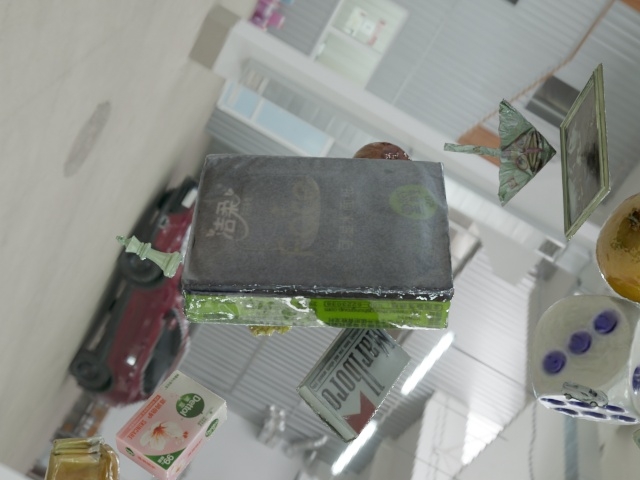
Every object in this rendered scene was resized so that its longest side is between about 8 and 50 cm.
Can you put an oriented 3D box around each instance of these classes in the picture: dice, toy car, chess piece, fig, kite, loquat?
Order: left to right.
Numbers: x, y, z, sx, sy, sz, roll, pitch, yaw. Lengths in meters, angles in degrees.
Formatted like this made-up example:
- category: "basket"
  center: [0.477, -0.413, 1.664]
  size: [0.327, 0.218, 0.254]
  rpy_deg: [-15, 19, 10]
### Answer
- category: "chess piece"
  center: [-0.377, 0.025, 1.828]
  size: [0.059, 0.149, 0.059]
  rpy_deg: [-63, -175, 10]
- category: "fig"
  center: [0.129, -0.118, 1.905]
  size: [0.175, 0.175, 0.207]
  rpy_deg: [-64, -177, -35]
- category: "kite"
  center: [0.381, -0.186, 1.771]
  size: [0.012, 0.249, 0.230]
  rpy_deg: [-147, -122, -83]
- category: "toy car"
  center: [0.529, 0.307, 1.673]
  size: [0.041, 0.093, 0.025]
  rpy_deg: [-44, 140, -51]
- category: "dice"
  center: [0.656, 0.283, 1.970]
  size: [0.259, 0.243, 0.251]
  rpy_deg: [-2, -118, 44]
- category: "loquat"
  center: [0.734, 0.021, 1.819]
  size: [0.263, 0.263, 0.263]
  rpy_deg: [-60, -176, 8]

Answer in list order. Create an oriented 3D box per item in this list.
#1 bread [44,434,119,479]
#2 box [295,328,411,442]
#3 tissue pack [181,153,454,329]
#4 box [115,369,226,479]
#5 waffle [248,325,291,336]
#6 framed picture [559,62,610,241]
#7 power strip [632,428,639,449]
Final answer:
- category: "bread"
  center: [-0.352, 0.373, 1.235]
  size: [0.241, 0.106, 0.136]
  rpy_deg: [120, -25, -61]
- category: "box"
  center: [0.052, 0.199, 1.252]
  size: [0.177, 0.115, 0.036]
  rpy_deg: [-47, -173, -39]
- category: "tissue pack"
  center: [0.000, 0.000, 1.301]
  size: [0.124, 0.394, 0.288]
  rpy_deg: [89, 4, -47]
- category: "box"
  center: [-0.192, 0.241, 1.088]
  size: [0.125, 0.089, 0.043]
  rpy_deg: [-49, 157, -36]
- category: "waffle"
  center: [-0.119, 0.136, 2.284]
  size: [0.245, 0.254, 0.052]
  rpy_deg: [-26, 148, 11]
- category: "framed picture"
  center: [0.531, -0.176, 1.707]
  size: [0.232, 0.019, 0.296]
  rpy_deg: [101, -4, -63]
- category: "power strip"
  center: [0.780, 0.484, 1.761]
  size: [0.118, 0.270, 0.046]
  rpy_deg: [-46, 156, 29]
